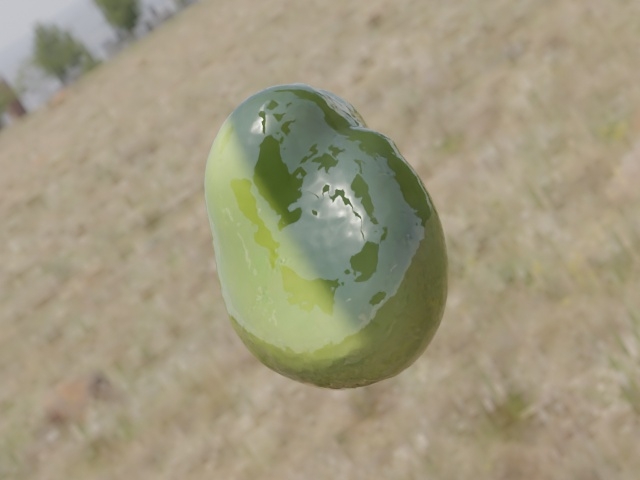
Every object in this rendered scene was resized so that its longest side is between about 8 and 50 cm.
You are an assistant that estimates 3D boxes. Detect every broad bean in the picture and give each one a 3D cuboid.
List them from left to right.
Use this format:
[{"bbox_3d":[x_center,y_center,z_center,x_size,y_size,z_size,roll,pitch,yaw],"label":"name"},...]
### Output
[{"bbox_3d":[0.000,0.000,0.484,0.063,0.083,0.045,-38,-32,22],"label":"broad bean"}]
